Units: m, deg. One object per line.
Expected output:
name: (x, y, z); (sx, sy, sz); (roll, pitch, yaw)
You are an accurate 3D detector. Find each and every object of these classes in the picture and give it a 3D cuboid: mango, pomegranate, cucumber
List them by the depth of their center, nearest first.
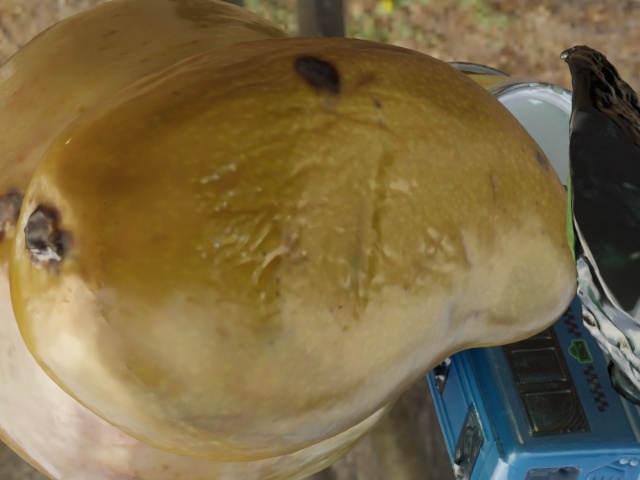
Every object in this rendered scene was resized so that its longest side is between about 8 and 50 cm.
cucumber: (0.135, 0.030, 0.547); (0.070, 0.220, 0.046); (-43, 167, 9)
mango: (-0.005, 0.000, 0.710); (0.120, 0.177, 0.295); (-2, -175, 44)
pomegranate: (-0.074, 0.000, 1.023); (0.342, 0.342, 0.342); (-4, 167, -1)

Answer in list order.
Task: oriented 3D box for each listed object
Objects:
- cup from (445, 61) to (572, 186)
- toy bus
cup: (0.143, -0.065, 1.406); (0.196, 0.196, 0.279); (-2, -179, -10)
toy bus: (0.135, 0.076, 1.048); (0.134, 0.246, 0.113); (-1, 134, -13)
